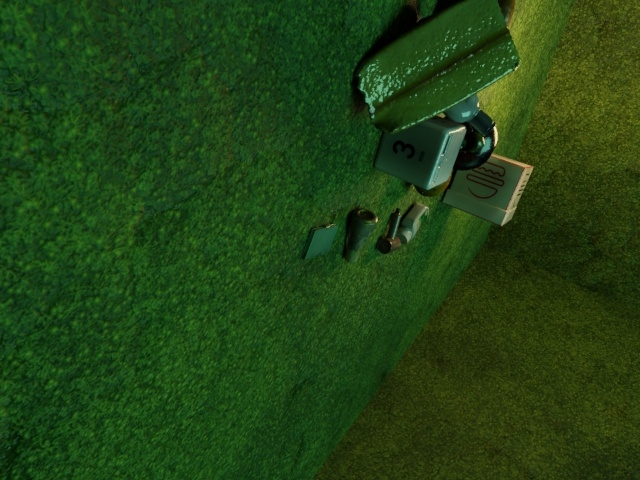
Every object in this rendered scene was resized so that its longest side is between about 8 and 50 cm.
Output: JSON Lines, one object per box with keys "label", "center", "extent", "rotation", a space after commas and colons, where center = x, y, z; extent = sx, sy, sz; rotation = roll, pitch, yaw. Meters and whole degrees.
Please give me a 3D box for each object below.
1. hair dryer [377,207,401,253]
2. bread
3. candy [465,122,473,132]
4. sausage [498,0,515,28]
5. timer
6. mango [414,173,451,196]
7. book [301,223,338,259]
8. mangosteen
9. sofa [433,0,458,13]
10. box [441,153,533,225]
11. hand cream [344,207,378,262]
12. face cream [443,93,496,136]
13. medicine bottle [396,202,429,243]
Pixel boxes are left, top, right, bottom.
{"label": "hair dryer", "center": [0.283, -0.040, 1.901], "extent": [0.117, 0.064, 0.181], "rotation": [-16, 123, -59]}
{"label": "bread", "center": [0.287, -0.432, 1.238], "extent": [0.362, 0.245, 0.233], "rotation": [-42, 111, -30]}
{"label": "candy", "center": [0.453, -0.445, 1.616], "extent": [0.091, 0.083, 0.305], "rotation": [-54, -151, 41]}
{"label": "sausage", "center": [0.623, -0.774, 1.764], "extent": [0.109, 0.109, 0.270], "rotation": [8, 105, -64]}
{"label": "timer", "center": [0.312, -0.291, 1.531], "extent": [0.194, 0.195, 0.192], "rotation": [-24, 136, -53]}
{"label": "mango", "center": [0.426, -0.282, 1.839], "extent": [0.166, 0.136, 0.235], "rotation": [20, 89, -59]}
{"label": "book", "center": [0.000, 0.000, 1.431], "extent": [0.135, 0.017, 0.103], "rotation": [-15, 130, -58]}
{"label": "mangosteen", "center": [0.483, -0.342, 1.677], "extent": [0.216, 0.216, 0.216], "rotation": [-44, 150, -35]}
{"label": "sofa", "center": [0.384, -0.675, 1.415], "extent": [0.060, 0.085, 0.147], "rotation": [-7, 121, -58]}
{"label": "box", "center": [0.834, -0.275, 2.431], "extent": [0.314, 0.312, 0.299], "rotation": [-16, 127, -59]}
{"label": "hand cream", "center": [0.122, -0.008, 1.604], "extent": [0.084, 0.084, 0.203], "rotation": [-37, 153, -43]}
{"label": "face cream", "center": [0.405, -0.429, 1.478], "extent": [0.144, 0.291, 0.071], "rotation": [-49, -175, -27]}
{"label": "medicine bottle", "center": [0.380, -0.067, 2.046], "extent": [0.183, 0.069, 0.119], "rotation": [-47, 154, -29]}
